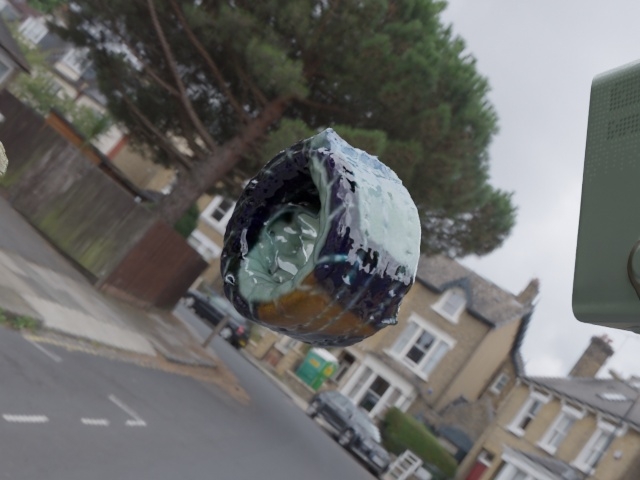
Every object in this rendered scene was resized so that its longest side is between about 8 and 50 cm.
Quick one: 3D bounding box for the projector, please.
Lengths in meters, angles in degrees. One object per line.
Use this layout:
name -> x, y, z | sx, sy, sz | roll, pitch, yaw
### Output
projector -> 0.294, -0.020, 0.545 | 0.163, 0.242, 0.177 | 11, -11, -24

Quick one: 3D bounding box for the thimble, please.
thimble -> 0.000, 0.000, 0.881 | 0.150, 0.237, 0.237 | 25, 2, -39

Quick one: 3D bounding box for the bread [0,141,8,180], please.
bread -> -0.563, -0.094, 1.128 | 0.088, 0.128, 0.232 | 32, 28, 13
